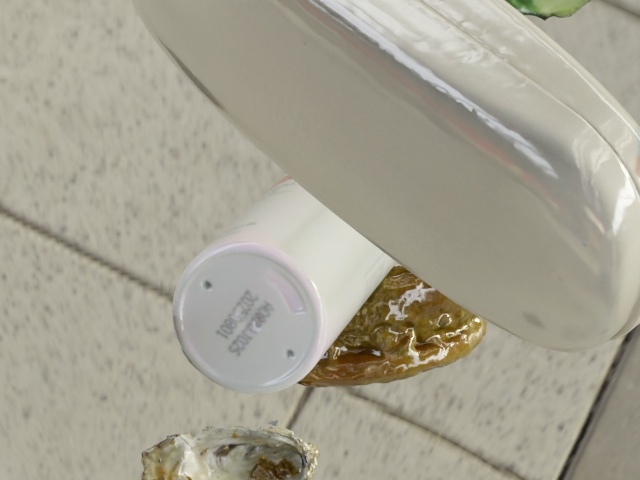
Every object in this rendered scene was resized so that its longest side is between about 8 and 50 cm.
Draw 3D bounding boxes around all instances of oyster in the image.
[{"bbox_3d":[-0.085,0.224,1.801,0.177,0.056,0.105,-21,57,-18],"label":"oyster"}]

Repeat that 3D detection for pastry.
[{"bbox_3d":[0.030,0.019,1.535,0.240,0.235,0.132,-9,111,-18],"label":"pastry"}]

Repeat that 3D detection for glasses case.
[{"bbox_3d":[0.012,-0.046,0.503,0.051,0.081,0.204,-32,58,-28],"label":"glasses case"}]

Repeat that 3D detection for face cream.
[{"bbox_3d":[0.000,0.000,1.250,0.102,0.345,0.102,4,106,13],"label":"face cream"}]

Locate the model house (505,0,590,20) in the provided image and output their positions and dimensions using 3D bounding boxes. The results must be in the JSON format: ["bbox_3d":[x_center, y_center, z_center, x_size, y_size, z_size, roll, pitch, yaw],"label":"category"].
[{"bbox_3d":[0.170,-0.301,1.501,0.195,0.189,0.214,44,89,-16],"label":"model house"}]
